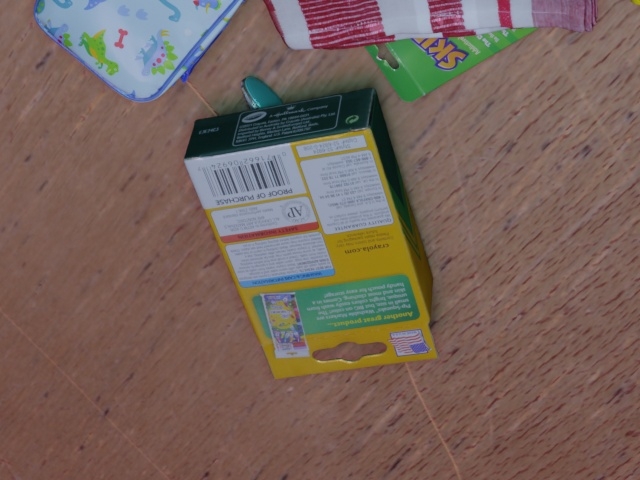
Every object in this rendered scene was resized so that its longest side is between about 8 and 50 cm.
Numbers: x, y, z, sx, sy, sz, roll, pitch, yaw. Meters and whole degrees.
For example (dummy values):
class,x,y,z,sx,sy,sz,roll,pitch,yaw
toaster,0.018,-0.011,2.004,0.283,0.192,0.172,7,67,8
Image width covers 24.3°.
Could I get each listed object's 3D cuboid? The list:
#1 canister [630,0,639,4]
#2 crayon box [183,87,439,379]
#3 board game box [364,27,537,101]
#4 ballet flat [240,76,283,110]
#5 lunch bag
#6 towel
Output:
class,x,y,z,sx,sy,sz,roll,pitch,yaw
canister,0.323,-0.324,1.412,0.126,0.073,0.170,-24,115,6
crayon box,0.000,0.000,1.629,0.203,0.083,0.323,-9,127,14
board game box,0.161,-0.252,1.509,0.259,0.039,0.124,-30,109,20
ballet flat,-0.047,-0.129,1.612,0.114,0.041,0.041,38,118,-11
lunch bag,-0.174,-0.261,1.529,0.176,0.090,0.219,38,118,-11
towel,0.086,-0.265,1.401,0.329,0.037,0.237,-2,151,17
